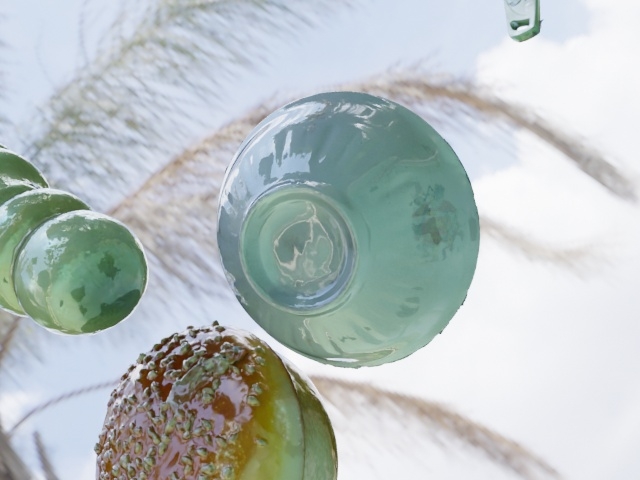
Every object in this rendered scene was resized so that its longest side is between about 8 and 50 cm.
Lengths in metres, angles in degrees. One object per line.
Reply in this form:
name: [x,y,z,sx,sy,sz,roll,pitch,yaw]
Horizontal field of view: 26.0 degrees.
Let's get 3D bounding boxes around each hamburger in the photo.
hamburger: [-0.084,0.176,1.071,0.147,0.237,0.237,4,-59,-42]

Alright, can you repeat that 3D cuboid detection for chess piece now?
chess piece: [-0.227,0.006,1.078,0.133,0.243,0.133,-19,-61,-37]

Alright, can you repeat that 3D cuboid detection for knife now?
knife: [0.192,-0.255,1.342,0.043,0.293,0.020,-32,-66,23]

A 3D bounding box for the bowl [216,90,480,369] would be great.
bowl: [0.000,0.000,0.889,0.189,0.189,0.086,-62,-15,18]
